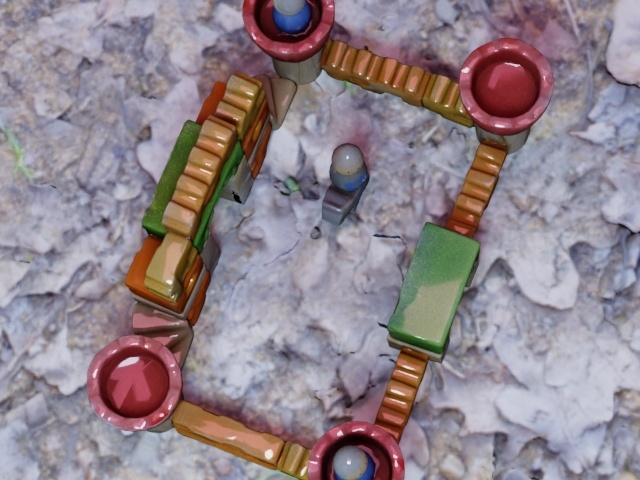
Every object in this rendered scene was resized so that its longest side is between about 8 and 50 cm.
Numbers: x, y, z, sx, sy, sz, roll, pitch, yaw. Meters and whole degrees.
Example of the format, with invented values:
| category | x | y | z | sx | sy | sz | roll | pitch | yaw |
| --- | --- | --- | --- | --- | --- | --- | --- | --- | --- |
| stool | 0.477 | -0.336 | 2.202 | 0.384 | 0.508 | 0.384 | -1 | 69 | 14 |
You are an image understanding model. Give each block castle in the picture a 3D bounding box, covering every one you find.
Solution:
| category | x | y | z | sx | sy | sz | roll | pitch | yaw |
| --- | --- | --- | --- | --- | --- | --- | --- | --- | --- |
| block castle | 0.000 | 0.000 | 1.808 | 0.303 | 0.213 | 0.453 | 21 | 80 | 8 |
